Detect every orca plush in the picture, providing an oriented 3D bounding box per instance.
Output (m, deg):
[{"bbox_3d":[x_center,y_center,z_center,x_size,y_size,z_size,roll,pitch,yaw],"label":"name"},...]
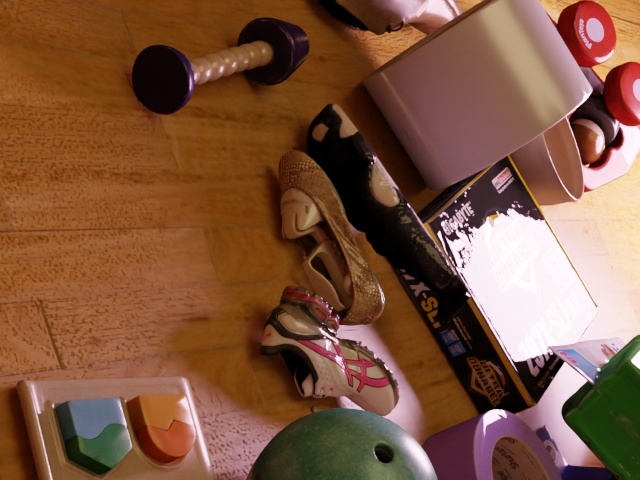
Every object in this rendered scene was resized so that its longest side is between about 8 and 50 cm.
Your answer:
[{"bbox_3d":[0.051,-0.020,1.566,0.287,0.102,0.151,56,2,9],"label":"orca plush"}]

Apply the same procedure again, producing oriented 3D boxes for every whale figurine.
[{"bbox_3d":[0.037,0.264,1.203,0.216,0.141,0.272,11,42,-25],"label":"whale figurine"}]

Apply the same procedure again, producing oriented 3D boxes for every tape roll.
[{"bbox_3d":[0.193,0.287,1.529,0.189,0.080,0.189,34,40,-36],"label":"tape roll"},{"bbox_3d":[0.198,-0.197,1.764,0.169,0.246,0.246,57,31,-7],"label":"tape roll"}]

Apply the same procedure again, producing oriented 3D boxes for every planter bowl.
[{"bbox_3d":[0.289,-0.117,1.952,0.162,0.109,0.162,43,38,-45],"label":"planter bowl"}]

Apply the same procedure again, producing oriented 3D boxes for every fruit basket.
[{"bbox_3d":[0.452,0.234,1.737,0.327,0.165,0.353,49,23,20],"label":"fruit basket"}]

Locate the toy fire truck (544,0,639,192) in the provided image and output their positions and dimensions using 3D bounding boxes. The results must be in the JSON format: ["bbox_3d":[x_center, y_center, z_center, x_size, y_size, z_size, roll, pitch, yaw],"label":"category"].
[{"bbox_3d":[0.364,-0.200,2.123,0.302,0.169,0.254,48,57,-20],"label":"toy fire truck"}]

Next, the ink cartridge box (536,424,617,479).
[{"bbox_3d":[0.355,0.408,1.691,0.371,0.069,0.175,59,31,1],"label":"ink cartridge box"}]

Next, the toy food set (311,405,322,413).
[{"bbox_3d":[0.016,0.223,1.377,0.078,0.019,0.122,36,39,-35],"label":"toy food set"}]

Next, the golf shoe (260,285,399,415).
[{"bbox_3d":[0.006,0.130,1.409,0.186,0.067,0.086,45,63,-29],"label":"golf shoe"}]

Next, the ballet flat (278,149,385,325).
[{"bbox_3d":[0.000,0.000,1.491,0.067,0.073,0.206,-25,83,-45],"label":"ballet flat"}]

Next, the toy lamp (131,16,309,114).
[{"bbox_3d":[-0.097,-0.193,1.494,0.274,0.080,0.080,-25,86,-58],"label":"toy lamp"}]

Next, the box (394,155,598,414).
[{"bbox_3d":[0.226,0.050,1.770,0.257,0.079,0.322,61,31,-4],"label":"box"}]

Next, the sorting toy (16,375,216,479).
[{"bbox_3d":[-0.147,0.201,1.139,0.208,0.038,0.193,8,59,-53],"label":"sorting toy"}]

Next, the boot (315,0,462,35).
[{"bbox_3d":[0.085,-0.318,1.871,0.305,0.112,0.115,22,78,-52],"label":"boot"}]
